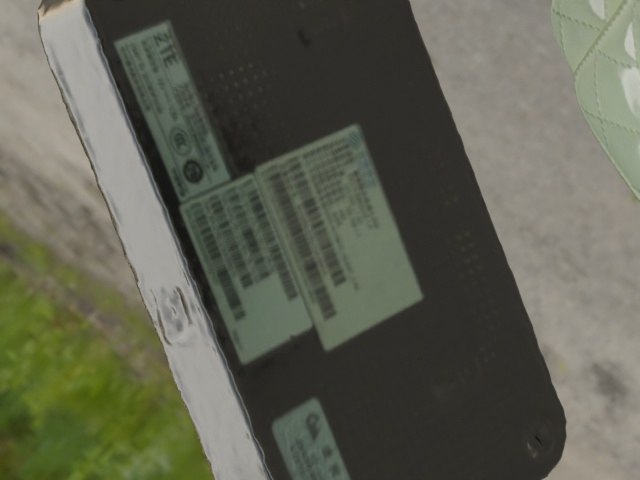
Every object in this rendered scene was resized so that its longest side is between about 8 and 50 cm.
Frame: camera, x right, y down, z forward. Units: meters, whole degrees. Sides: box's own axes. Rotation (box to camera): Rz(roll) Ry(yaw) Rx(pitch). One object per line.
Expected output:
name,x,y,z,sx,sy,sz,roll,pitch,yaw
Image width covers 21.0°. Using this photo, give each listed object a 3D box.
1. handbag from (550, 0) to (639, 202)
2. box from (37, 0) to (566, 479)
handbag,0.196,-0.064,0.697,0.219,0.079,0.256,64,159,15
box,0.000,0.000,0.919,0.058,0.211,0.350,-15,99,52
